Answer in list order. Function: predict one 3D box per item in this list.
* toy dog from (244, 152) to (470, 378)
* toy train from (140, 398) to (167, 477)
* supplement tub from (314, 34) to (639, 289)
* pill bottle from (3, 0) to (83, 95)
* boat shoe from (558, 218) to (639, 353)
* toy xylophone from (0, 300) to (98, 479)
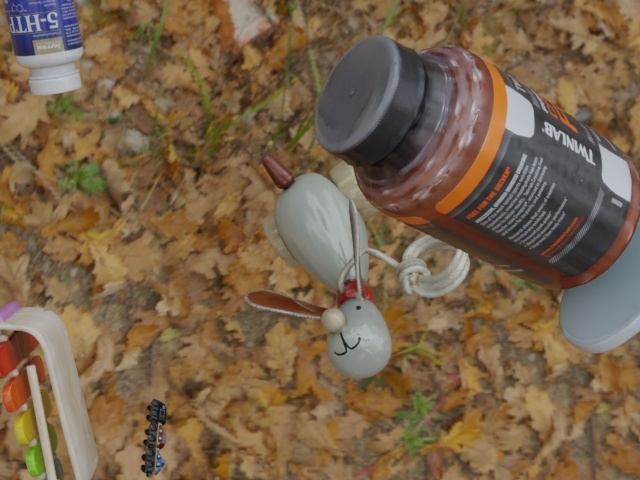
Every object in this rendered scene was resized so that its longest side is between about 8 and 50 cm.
[{"bbox_3d":[0.000,0.000,1.128,0.220,0.334,0.161,-50,122,0],"label":"toy dog"},{"bbox_3d":[-0.277,0.333,1.596,0.036,0.027,0.158,27,33,-24],"label":"toy train"},{"bbox_3d":[0.093,-0.047,0.563,0.198,0.106,0.106,23,69,-33],"label":"supplement tub"},{"bbox_3d":[-0.450,-0.338,1.556,0.112,0.112,0.186,-16,110,-25],"label":"pill bottle"},{"bbox_3d":[0.237,0.013,0.630,0.183,0.065,0.083,-50,130,-6],"label":"boat shoe"},{"bbox_3d":[-0.387,0.239,1.315,0.081,0.236,0.322,-12,90,-1],"label":"toy xylophone"}]
